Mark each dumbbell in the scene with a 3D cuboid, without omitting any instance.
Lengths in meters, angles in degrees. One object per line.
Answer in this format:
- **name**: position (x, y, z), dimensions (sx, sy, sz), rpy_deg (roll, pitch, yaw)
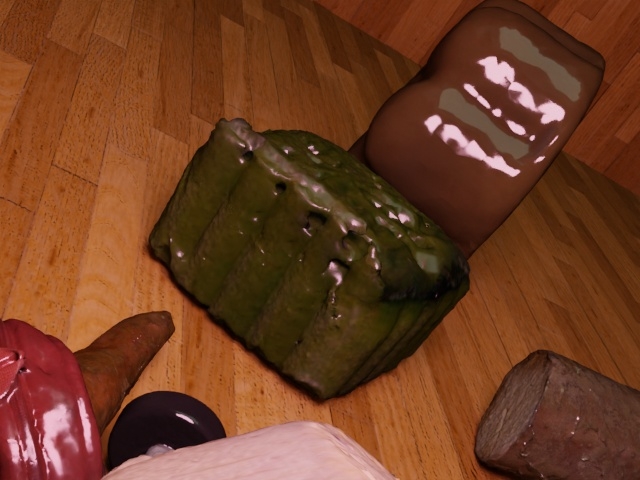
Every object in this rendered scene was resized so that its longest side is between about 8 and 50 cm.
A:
- **dumbbell**: position (-0.135, 0.203, 0.743), dimensions (0.100, 0.100, 0.191), rpy_deg (32, 22, -8)

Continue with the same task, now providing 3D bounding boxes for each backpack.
- **backpack**: position (-0.210, 0.150, 0.592), dimensions (0.139, 0.229, 0.229), rpy_deg (8, 35, -40)

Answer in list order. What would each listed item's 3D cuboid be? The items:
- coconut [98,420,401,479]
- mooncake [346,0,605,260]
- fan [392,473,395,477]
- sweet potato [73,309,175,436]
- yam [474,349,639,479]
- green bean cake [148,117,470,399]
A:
- **coconut**: position (-0.034, 0.287, 0.440), dimensions (0.346, 0.360, 0.346), rpy_deg (42, -5, 4)
- **mooncake**: position (0.235, -0.177, 1.572), dimensions (0.262, 0.467, 0.467), rpy_deg (40, 23, 1)
- **fan**: position (0.074, 0.274, 1.019), dimensions (0.080, 0.003, 0.060), rpy_deg (2, 40, -53)
- **sweet potato**: position (-0.197, 0.125, 0.853), dimensions (0.075, 0.075, 0.273), rpy_deg (35, 19, 0)
- **yam**: position (0.338, 0.248, 1.236), dimensions (0.304, 0.168, 0.168), rpy_deg (25, 25, -25)
- **green bean cake**: position (0.000, 0.000, 1.183), dimensions (0.335, 0.218, 0.319), rpy_deg (43, 24, 14)
